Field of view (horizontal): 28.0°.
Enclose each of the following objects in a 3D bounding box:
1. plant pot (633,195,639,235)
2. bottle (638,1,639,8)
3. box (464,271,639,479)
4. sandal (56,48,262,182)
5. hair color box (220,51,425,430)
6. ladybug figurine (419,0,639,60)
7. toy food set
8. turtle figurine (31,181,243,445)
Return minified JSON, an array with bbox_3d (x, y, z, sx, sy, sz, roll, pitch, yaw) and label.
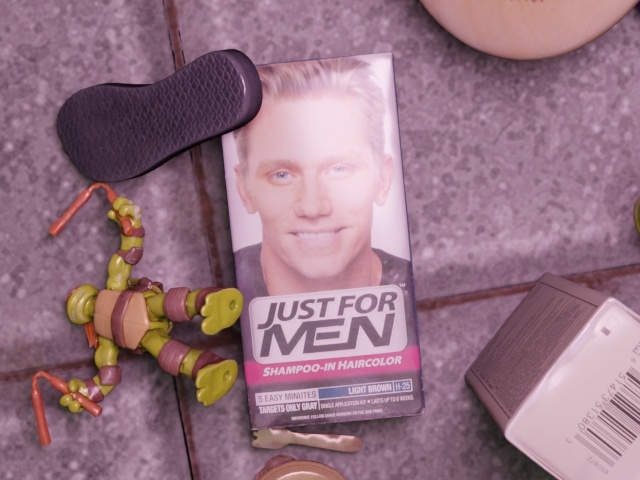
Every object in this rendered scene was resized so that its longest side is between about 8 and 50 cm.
[{"bbox_3d":[0.484,-0.079,1.181,0.274,0.275,0.294,36,78,-1],"label":"plant pot"},{"bbox_3d":[0.374,-0.351,1.235,0.118,0.092,0.283,5,93,-2],"label":"bottle"},{"bbox_3d":[0.231,0.126,1.152,0.121,0.311,0.148,37,93,-1],"label":"box"},{"bbox_3d":[-0.151,-0.115,1.230,0.254,0.054,0.097,-9,96,35],"label":"sandal"},{"bbox_3d":[0.000,0.000,1.254,0.173,0.105,0.347,-6,92,1],"label":"hair color box"},{"bbox_3d":[0.209,-0.389,1.182,0.305,0.162,0.450,7,96,21],"label":"ladybug figurine"},{"bbox_3d":[-0.024,0.283,1.307,0.132,0.038,0.192,8,88,-7],"label":"toy food set"},{"bbox_3d":[-0.179,0.090,1.251,0.217,0.087,0.270,14,91,33],"label":"turtle figurine"}]
